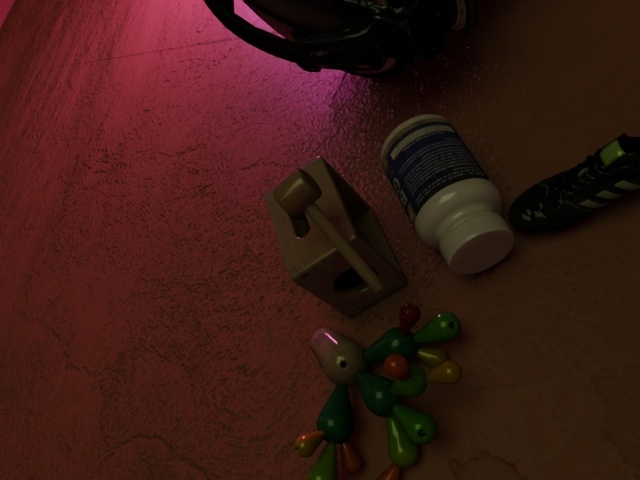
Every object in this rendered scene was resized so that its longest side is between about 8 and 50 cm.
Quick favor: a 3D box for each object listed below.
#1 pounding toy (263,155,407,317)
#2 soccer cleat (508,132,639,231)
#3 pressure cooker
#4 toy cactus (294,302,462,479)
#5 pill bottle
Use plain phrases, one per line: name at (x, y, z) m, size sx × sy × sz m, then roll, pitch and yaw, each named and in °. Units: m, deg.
pounding toy at (0.000, 0.004, 0.558) m, size 0.094 × 0.206 × 0.181 m, roll -34°, pitch 50°, yaw 16°
soccer cleat at (0.261, -0.061, 0.500) m, size 0.179 × 0.072 × 0.060 m, roll -22°, pitch 54°, yaw 24°
pressure cooker at (0.043, -0.412, 0.669) m, size 0.420 × 0.376 × 0.370 m, roll -55°, pitch 23°, yaw -3°
toy cactus at (0.039, 0.145, 0.532) m, size 0.181 × 0.112 × 0.218 m, roll 34°, pitch 95°, yaw 52°
pill bottle at (0.134, -0.050, 0.569) m, size 0.094 × 0.094 × 0.169 m, roll -33°, pitch 50°, yaw 16°
